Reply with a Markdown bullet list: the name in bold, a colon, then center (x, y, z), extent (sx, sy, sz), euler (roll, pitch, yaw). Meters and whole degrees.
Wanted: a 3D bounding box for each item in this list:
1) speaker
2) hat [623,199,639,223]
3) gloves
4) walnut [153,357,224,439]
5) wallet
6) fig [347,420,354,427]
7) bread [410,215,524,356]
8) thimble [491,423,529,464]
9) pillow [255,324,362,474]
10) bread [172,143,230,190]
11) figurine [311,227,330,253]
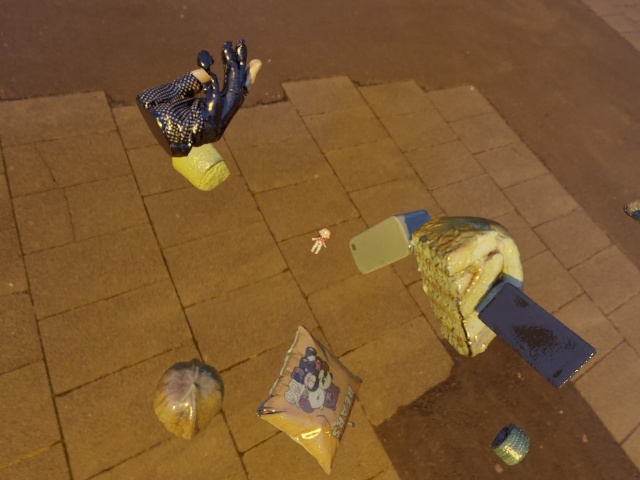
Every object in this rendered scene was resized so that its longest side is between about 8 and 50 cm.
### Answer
- **speaker**: center (0.310, 0.004, 1.776), extent (0.184, 0.406, 0.184), euler (-17, 82, -29)
- **hat**: center (0.644, -0.024, 0.751), extent (0.145, 0.067, 0.146), euler (-7, 24, 3)
- **gloves**: center (-0.148, -0.194, 0.561), extent (0.180, 0.129, 0.106), euler (-32, 107, -19)
- **walnut**: center (-0.450, 0.540, 1.391), extent (0.227, 0.283, 0.283), euler (7, 57, -18)
- **wallet**: center (0.504, 0.219, 0.969), extent (0.025, 0.124, 0.244), euler (24, 17, -43)
- **fig**: center (0.057, 0.645, 1.613), extent (0.124, 0.124, 0.236), euler (-15, 50, -25)
- **bread**: center (0.458, 0.118, 1.201), extent (0.263, 0.239, 0.396), euler (-25, 109, -9)
- **thimble**: center (0.731, 0.784, 1.563), extent (0.090, 0.119, 0.135), euler (42, 41, 17)
- **pillow**: center (-0.014, 0.455, 1.192), extent (0.312, 0.119, 0.310), euler (48, 41, -20)
- **bread**: center (-0.296, -0.193, 1.003), extent (0.114, 0.129, 0.111), euler (44, 85, 10)
- **figurine**: center (0.000, 0.000, 1.567), extent (0.064, 0.047, 0.109), euler (31, 80, -2)
